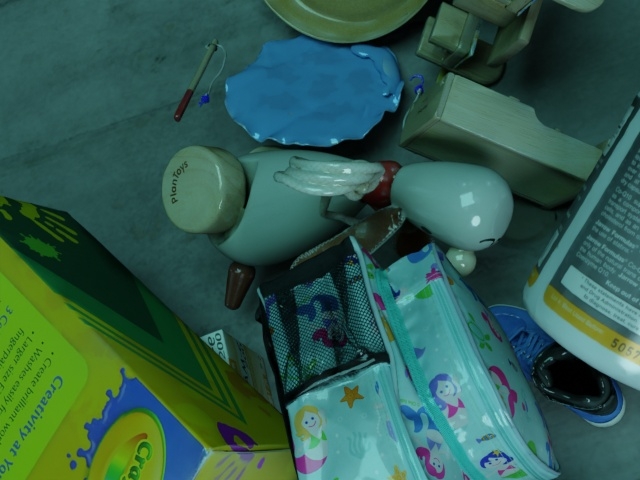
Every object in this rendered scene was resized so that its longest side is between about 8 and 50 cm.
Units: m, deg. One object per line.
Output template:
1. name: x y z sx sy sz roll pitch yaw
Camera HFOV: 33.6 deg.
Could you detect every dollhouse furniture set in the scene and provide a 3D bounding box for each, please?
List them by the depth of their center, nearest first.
1. dollhouse furniture set: 0.193 -0.175 0.959 0.161 0.212 0.242 22 76 -10

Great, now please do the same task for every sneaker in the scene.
1. sneaker: 0.191 0.096 0.904 0.058 0.084 0.152 -47 60 -2

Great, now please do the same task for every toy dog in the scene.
1. toy dog: 0.000 0.000 0.960 0.334 0.220 0.161 14 103 56

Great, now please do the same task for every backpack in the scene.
1. backpack: 0.069 0.144 0.807 0.191 0.225 0.253 -23 49 18

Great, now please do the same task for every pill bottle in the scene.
1. pill bottle: 0.290 -0.029 0.826 0.162 0.162 0.278 37 108 29

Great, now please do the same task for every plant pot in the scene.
1. plant pot: 0.027 -0.323 1.086 0.236 0.032 0.236 7 107 22

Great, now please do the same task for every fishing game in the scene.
1. fishing game: -0.007 -0.151 1.087 0.264 0.041 0.189 6 47 11

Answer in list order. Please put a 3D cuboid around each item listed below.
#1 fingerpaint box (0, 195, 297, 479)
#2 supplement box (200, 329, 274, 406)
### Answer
1. fingerpaint box: -0.276 0.240 0.932 0.371 0.163 0.445 38 102 30
2. supplement box: -0.081 0.129 0.989 0.036 0.098 0.062 -22 63 12
